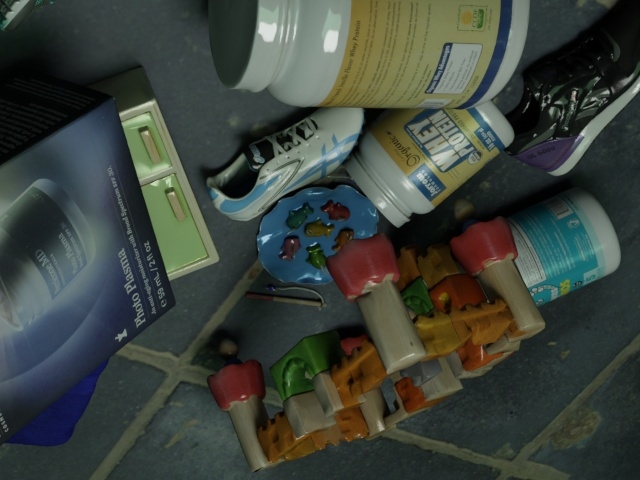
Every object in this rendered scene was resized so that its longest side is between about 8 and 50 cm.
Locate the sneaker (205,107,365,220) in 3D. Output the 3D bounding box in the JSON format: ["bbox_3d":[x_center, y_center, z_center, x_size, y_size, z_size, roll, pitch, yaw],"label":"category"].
[{"bbox_3d":[-0.044,-0.111,1.322,0.237,0.085,0.086,-36,147,8],"label":"sneaker"}]

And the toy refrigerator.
[{"bbox_3d":[-0.219,-0.072,1.277,0.102,0.094,0.270,-21,132,-6],"label":"toy refrigerator"}]

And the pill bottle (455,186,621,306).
[{"bbox_3d":[0.312,0.032,1.553,0.264,0.146,0.146,-24,133,-2],"label":"pill bottle"}]

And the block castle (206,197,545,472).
[{"bbox_3d":[0.063,0.130,1.408,0.303,0.213,0.453,-8,155,-36],"label":"block castle"}]

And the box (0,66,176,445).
[{"bbox_3d":[-0.345,0.019,1.105,0.294,0.182,0.296,-40,135,-34],"label":"box"}]

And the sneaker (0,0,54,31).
[{"bbox_3d":[-0.286,-0.284,1.099,0.166,0.065,0.076,-45,134,17],"label":"sneaker"}]

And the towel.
[{"bbox_3d":[-0.414,0.169,1.380,0.227,0.076,0.308,10,135,-23],"label":"towel"}]

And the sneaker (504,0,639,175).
[{"bbox_3d":[0.355,-0.219,1.399,0.124,0.107,0.283,17,119,-26],"label":"sneaker"}]

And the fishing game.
[{"bbox_3d":[0.000,0.000,1.467,0.189,0.041,0.264,9,124,-27],"label":"fishing game"}]

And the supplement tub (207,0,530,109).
[{"bbox_3d":[0.049,-0.264,1.143,0.316,0.228,0.228,-2,128,-22],"label":"supplement tub"}]

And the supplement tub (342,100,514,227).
[{"bbox_3d":[0.141,-0.127,1.346,0.199,0.144,0.144,-41,131,8],"label":"supplement tub"}]
